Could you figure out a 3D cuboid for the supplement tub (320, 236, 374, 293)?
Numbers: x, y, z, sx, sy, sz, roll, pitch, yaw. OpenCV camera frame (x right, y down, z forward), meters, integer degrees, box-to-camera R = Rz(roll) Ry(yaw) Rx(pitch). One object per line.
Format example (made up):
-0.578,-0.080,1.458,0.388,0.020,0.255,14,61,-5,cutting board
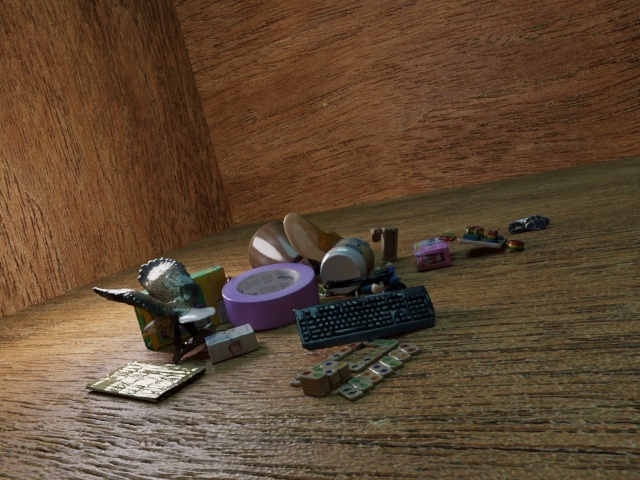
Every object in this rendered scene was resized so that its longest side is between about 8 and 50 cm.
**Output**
0.083,0.078,1.818,0.144,0.144,0.199,-11,10,17,supplement tub

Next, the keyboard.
0.095,0.146,1.363,0.317,0.033,0.202,-9,43,-10,keyboard

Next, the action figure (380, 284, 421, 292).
0.222,0.139,1.612,0.115,0.030,0.038,-10,5,10,action figure

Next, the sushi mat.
-0.427,0.337,1.424,0.316,0.019,0.151,-6,11,40,sushi mat

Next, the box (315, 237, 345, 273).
0.029,0.053,2.218,0.158,0.093,0.156,-15,9,-13,box

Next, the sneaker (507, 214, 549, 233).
0.708,-0.059,2.001,0.135,0.052,0.058,-9,6,26,sneaker

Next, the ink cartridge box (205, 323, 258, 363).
-0.224,0.259,1.486,0.122,0.052,0.088,-15,9,-13,ink cartridge box

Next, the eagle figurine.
-0.427,0.177,1.570,0.225,0.298,0.226,-37,-6,-10,eagle figurine

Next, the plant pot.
-0.115,0.066,2.097,0.215,0.216,0.230,-18,24,-24,plant pot

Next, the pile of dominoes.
0.071,0.240,1.191,0.196,0.040,0.251,-5,13,46,pile of dominoes

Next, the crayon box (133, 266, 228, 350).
-0.406,0.198,1.768,0.278,0.166,0.081,-19,10,-31,crayon box

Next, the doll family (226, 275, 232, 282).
-0.303,0.180,1.930,0.076,0.112,0.193,18,-17,-22,doll family

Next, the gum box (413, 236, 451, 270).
0.356,0.041,1.879,0.107,0.062,0.188,-12,9,11,gum box

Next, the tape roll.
-0.145,0.158,1.721,0.274,0.090,0.275,-10,17,3,tape roll

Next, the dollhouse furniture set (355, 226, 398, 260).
0.202,0.036,1.985,0.151,0.144,0.123,-1,11,-13,dollhouse furniture set

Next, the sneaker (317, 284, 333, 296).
0.007,0.154,1.819,0.083,0.035,0.031,-5,13,44,sneaker

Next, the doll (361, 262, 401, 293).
0.177,0.120,1.735,0.129,0.046,0.189,-22,9,15,doll

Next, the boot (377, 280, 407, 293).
0.116,0.186,1.435,0.219,0.082,0.106,-29,-10,-26,boot

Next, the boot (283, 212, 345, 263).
0.001,0.000,2.029,0.104,0.295,0.211,-37,8,23,boot

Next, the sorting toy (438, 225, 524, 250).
0.507,-0.017,1.859,0.274,0.046,0.132,8,12,25,sorting toy
